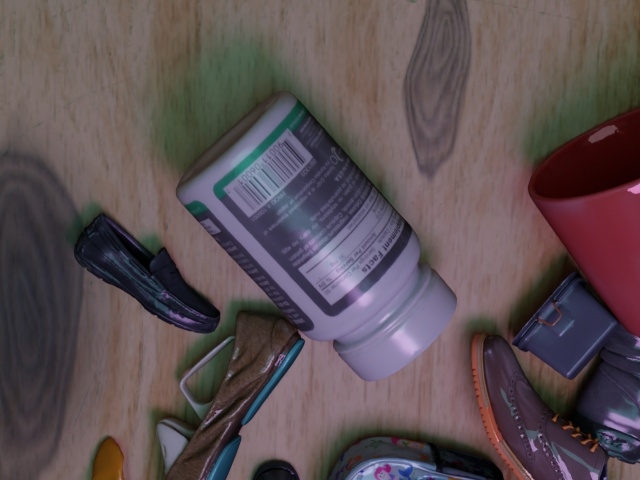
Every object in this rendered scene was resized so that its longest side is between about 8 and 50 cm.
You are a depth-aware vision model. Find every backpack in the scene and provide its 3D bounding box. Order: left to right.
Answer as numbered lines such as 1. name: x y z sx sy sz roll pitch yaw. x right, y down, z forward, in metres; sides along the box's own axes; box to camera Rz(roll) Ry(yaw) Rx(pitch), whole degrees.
1. backpack: 0.127 0.399 1.691 0.253 0.191 0.225 18 100 -3

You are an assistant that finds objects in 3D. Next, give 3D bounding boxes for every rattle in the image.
1. rattle: -0.248 0.394 1.729 0.199 0.143 0.130 23 132 -24

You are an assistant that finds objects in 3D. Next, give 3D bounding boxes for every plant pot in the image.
1. plant pot: 0.445 -0.021 1.592 0.274 0.275 0.243 -29 107 1

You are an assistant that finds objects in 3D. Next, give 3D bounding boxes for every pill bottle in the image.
1. pill bottle: 0.000 0.000 1.580 0.204 0.204 0.361 -41 102 4

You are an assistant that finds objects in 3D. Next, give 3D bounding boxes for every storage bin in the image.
1. storage bin: 0.345 0.124 1.674 0.091 0.098 0.135 42 95 21

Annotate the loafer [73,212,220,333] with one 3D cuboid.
1. loafer: -0.225 0.047 1.634 0.223 0.076 0.078 34 105 -7

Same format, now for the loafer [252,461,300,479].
1. loafer: -0.054 0.454 1.730 0.096 0.084 0.268 -9 102 -3

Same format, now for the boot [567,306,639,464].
1. boot: 0.537 0.231 1.721 0.338 0.118 0.223 20 98 -8

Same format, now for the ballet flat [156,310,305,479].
1. ballet flat: -0.151 0.245 1.675 0.124 0.116 0.342 30 98 10

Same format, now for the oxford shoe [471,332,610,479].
1. oxford shoe: 0.325 0.280 1.675 0.132 0.130 0.364 -27 91 25
